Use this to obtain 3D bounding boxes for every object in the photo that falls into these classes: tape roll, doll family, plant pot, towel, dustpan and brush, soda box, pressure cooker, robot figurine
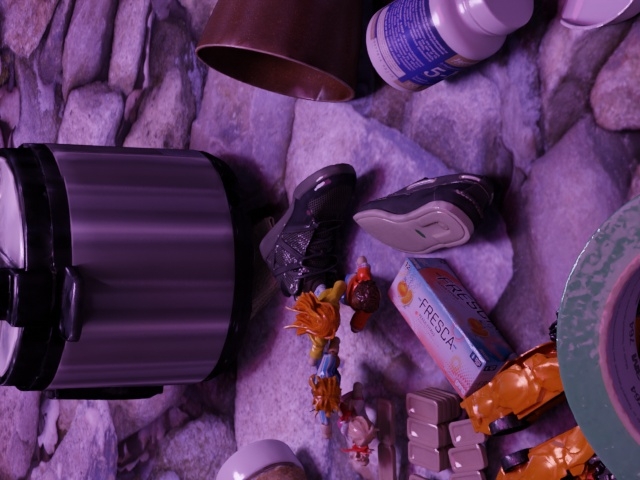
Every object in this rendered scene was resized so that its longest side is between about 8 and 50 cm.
[{"bbox_3d":[0.365,0.094,1.054,0.321,0.077,0.321,7,102,33],"label":"tape roll"},{"bbox_3d":[0.011,0.150,1.540,0.163,0.118,0.262,-147,58,-85],"label":"doll family"},{"bbox_3d":[-0.030,-0.324,1.618,0.215,0.215,0.230,6,79,54],"label":"plant pot"},{"bbox_3d":[-0.095,0.042,1.818,0.148,0.027,0.110,-46,53,43],"label":"towel"},{"bbox_3d":[0.314,-0.269,1.242,0.211,0.060,0.147,35,117,49],"label":"dustpan and brush"},{"bbox_3d":[0.154,0.100,1.452,0.183,0.058,0.063,55,131,38],"label":"soda box"},{"bbox_3d":[-0.347,0.036,1.805,0.370,0.420,0.375,-49,47,50],"label":"pressure cooker"},{"bbox_3d":[0.269,0.175,1.272,0.291,0.085,0.211,-41,58,46],"label":"robot figurine"}]

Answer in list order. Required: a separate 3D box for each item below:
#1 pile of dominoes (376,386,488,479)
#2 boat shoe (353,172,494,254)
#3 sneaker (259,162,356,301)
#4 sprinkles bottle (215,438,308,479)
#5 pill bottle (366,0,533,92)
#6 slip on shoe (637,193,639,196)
[{"bbox_3d":[0.146,0.309,1.495,0.196,0.040,0.251,9,105,53],"label":"pile of dominoes"},{"bbox_3d":[0.124,-0.035,1.501,0.079,0.084,0.233,-57,22,-21],"label":"boat shoe"},{"bbox_3d":[0.000,0.000,1.644,0.227,0.087,0.130,-53,51,42],"label":"sneaker"},{"bbox_3d":[-0.012,0.422,1.616,0.355,0.121,0.121,51,128,41],"label":"sprinkles bottle"},{"bbox_3d":[0.150,-0.250,1.422,0.187,0.112,0.112,-22,72,52],"label":"pill bottle"},{"bbox_3d":[0.380,-0.073,1.115,0.331,0.101,0.123,-54,47,36],"label":"slip on shoe"}]
